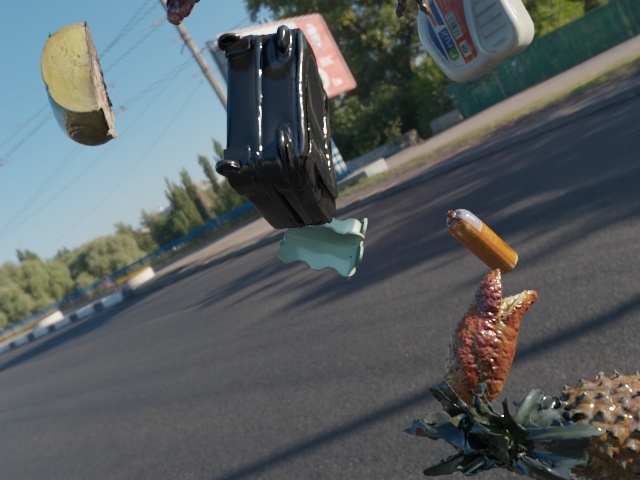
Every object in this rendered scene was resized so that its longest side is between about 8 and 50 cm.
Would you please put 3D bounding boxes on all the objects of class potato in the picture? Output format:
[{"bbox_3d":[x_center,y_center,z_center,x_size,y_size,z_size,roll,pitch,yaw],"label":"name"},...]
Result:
[{"bbox_3d":[-0.442,-0.269,1.138,0.098,0.243,0.138,-14,-28,-8],"label":"potato"}]

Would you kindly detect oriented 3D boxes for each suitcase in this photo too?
[{"bbox_3d":[-0.076,-0.217,1.266,0.188,0.345,0.339,-9,-22,10],"label":"suitcase"}]

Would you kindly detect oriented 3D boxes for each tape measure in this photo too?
[{"bbox_3d":[0.364,-0.533,1.467,0.265,0.258,0.130,-26,2,45],"label":"tape measure"}]

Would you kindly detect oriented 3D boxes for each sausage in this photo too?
[{"bbox_3d":[0.375,-0.005,1.465,0.071,0.234,0.071,-36,34,28],"label":"sausage"}]

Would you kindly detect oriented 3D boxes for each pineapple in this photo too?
[{"bbox_3d":[0.304,0.263,0.828,0.364,0.165,0.165,0,-2,-18],"label":"pineapple"}]

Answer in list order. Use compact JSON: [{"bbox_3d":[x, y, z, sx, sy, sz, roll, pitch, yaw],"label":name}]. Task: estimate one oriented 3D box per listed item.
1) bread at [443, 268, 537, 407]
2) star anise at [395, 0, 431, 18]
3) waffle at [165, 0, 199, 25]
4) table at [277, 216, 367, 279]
[{"bbox_3d":[0.324,0.194,1.188,0.269,0.139,0.095,-65,18,3],"label":"bread"},{"bbox_3d":[0.131,-0.405,0.928,0.141,0.141,0.042,-24,15,34],"label":"star anise"},{"bbox_3d":[-0.229,-0.533,1.166,0.055,0.221,0.234,17,-35,-30],"label":"waffle"},{"bbox_3d":[0.000,0.000,1.544,0.198,0.166,0.166,13,5,-5],"label":"table"}]
